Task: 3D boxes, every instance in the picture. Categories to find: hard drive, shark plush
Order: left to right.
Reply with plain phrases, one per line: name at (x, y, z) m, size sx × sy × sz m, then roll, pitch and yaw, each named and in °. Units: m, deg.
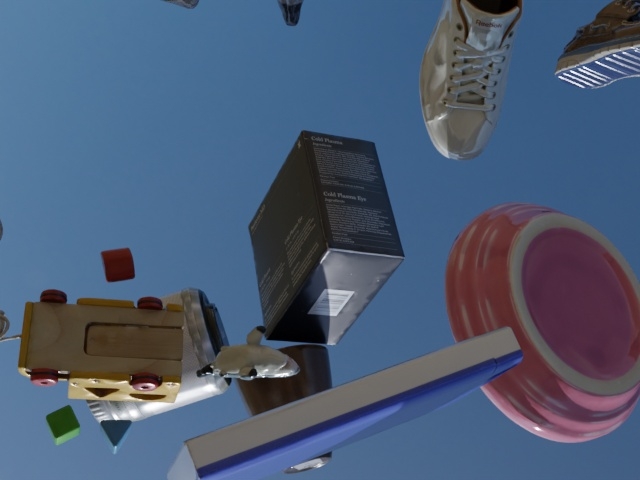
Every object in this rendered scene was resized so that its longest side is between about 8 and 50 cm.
shark plush at (-0.109, 0.179, 1.293) m, size 0.161 × 0.067 × 0.073 m, roll -26°, pitch -133°, yaw 29°
hard drive at (0.016, 0.175, 0.926) m, size 0.210 × 0.319 × 0.040 m, roll 121°, pitch -51°, yaw -65°

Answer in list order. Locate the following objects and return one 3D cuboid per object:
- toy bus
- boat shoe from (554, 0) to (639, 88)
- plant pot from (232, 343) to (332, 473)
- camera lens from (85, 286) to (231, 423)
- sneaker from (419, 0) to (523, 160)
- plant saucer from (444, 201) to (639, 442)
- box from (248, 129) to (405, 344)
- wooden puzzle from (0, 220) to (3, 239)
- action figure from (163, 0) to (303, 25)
toy bus at (-0.240, 0.120, 1.008) m, size 0.191 × 0.202 × 0.104 m, roll -39°, pitch 168°, yaw -30°
boat shoe at (0.284, -0.191, 0.892) m, size 0.183 × 0.066 × 0.066 m, roll 3°, pitch -103°, yaw 67°
plant pot at (-0.057, 0.367, 2.025) m, size 0.215 × 0.215 × 0.230 m, roll -31°, pitch -116°, yaw 30°
camera lens at (-0.321, 0.226, 1.873) m, size 0.274 × 0.219 × 0.219 m, roll -17°, pitch -136°, yaw -2°
sneaker at (0.175, -0.226, 1.122) m, size 0.123 × 0.106 × 0.290 m, roll -83°, pitch 177°, yaw -70°
plant saucer at (0.317, 0.092, 1.249) m, size 0.084 × 0.332 × 0.332 m, roll -37°, pitch -140°, yaw 49°
box at (0.000, 0.000, 2.030) m, size 0.343 × 0.179 × 0.312 m, roll 124°, pitch -37°, yaw -45°
wooden puzzle at (-0.325, -0.036, 0.528) m, size 0.239 × 0.221 × 0.044 m, roll -34°, pitch -147°, yaw -29°
action figure at (0.028, -0.322, 0.709) m, size 0.341 × 0.178 × 0.330 m, roll -33°, pitch -179°, yaw -34°
